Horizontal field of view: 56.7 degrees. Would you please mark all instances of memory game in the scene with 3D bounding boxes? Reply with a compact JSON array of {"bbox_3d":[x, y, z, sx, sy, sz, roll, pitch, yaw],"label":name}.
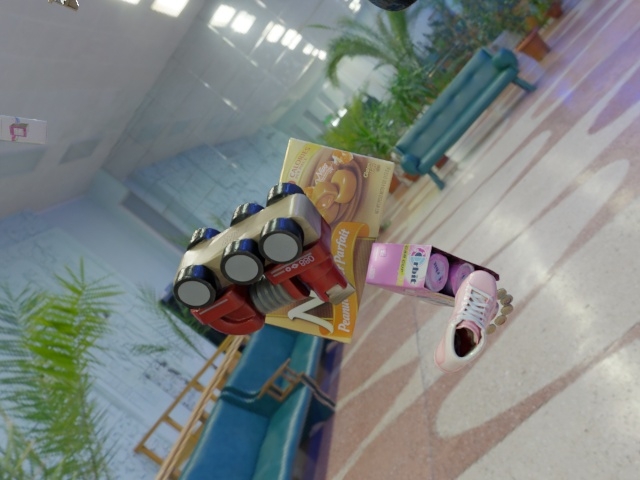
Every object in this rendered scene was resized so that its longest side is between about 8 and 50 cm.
[{"bbox_3d":[0.437,0.199,1.595,0.186,0.186,0.012,-49,36,17],"label":"memory game"}]

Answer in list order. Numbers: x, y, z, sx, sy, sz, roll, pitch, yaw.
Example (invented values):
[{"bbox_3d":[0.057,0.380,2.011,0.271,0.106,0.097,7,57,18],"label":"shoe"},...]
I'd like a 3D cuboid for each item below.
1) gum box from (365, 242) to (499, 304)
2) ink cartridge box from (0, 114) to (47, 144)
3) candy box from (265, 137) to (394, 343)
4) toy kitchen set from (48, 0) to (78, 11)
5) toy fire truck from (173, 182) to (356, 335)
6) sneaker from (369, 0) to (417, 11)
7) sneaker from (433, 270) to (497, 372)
[{"bbox_3d":[0.171,0.057,0.878,0.107,0.188,0.062,2,77,48],"label":"gum box"},{"bbox_3d":[-0.656,-0.235,1.259,0.088,0.122,0.052,10,96,49],"label":"ink cartridge box"},{"bbox_3d":[0.000,0.000,1.024,0.087,0.182,0.317,-79,3,-85],"label":"candy box"},{"bbox_3d":[-0.354,-0.363,0.807,0.075,0.068,0.083,-59,37,19],"label":"toy kitchen set"},{"bbox_3d":[-0.055,0.061,0.862,0.216,0.246,0.159,-28,30,19],"label":"toy fire truck"},{"bbox_3d":[0.140,-0.434,0.796,0.270,0.090,0.145,133,161,-76],"label":"sneaker"},{"bbox_3d":[0.178,0.090,0.689,0.134,0.050,0.070,-60,-6,-18],"label":"sneaker"}]
